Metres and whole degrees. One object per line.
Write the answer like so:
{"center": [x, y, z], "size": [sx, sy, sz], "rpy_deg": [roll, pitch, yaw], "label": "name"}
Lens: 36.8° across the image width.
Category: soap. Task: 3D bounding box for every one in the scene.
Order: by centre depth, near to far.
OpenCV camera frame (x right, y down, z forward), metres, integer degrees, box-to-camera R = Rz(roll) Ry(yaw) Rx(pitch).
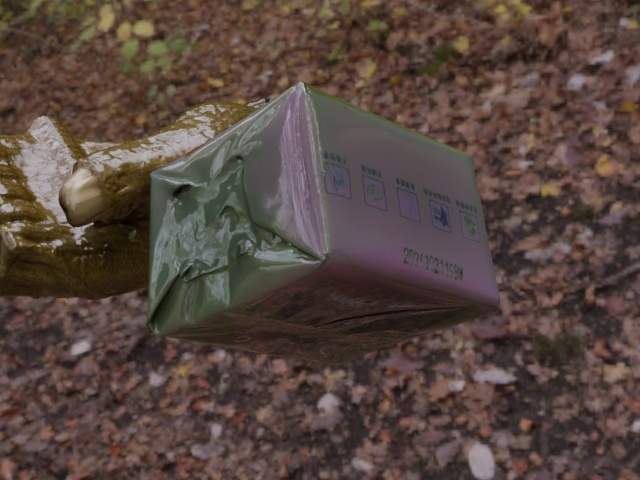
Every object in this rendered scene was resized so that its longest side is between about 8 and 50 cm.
{"center": [0.000, 0.000, 0.711], "size": [0.182, 0.139, 0.199], "rpy_deg": [-23, -28, 40], "label": "soap"}

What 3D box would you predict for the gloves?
{"center": [-0.158, -0.036, 0.834], "size": [0.356, 0.156, 0.203], "rpy_deg": [-12, 12, -35], "label": "gloves"}
